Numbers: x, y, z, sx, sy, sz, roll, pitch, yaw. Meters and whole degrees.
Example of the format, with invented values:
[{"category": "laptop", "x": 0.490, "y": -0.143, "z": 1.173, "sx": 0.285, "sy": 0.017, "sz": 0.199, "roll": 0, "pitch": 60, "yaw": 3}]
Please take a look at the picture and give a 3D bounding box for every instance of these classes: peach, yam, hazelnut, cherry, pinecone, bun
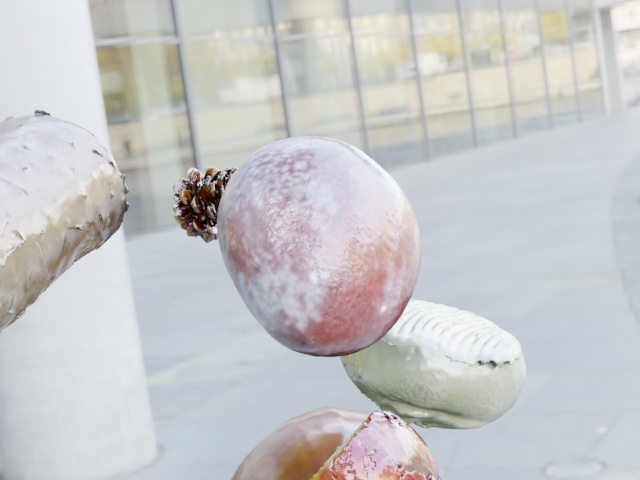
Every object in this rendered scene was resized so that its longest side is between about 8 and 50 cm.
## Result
[{"category": "peach", "x": 0.057, "y": 0.223, "z": 1.261, "sx": 0.092, "sy": 0.127, "sz": 0.172, "roll": -40, "pitch": -30, "yaw": 11}, {"category": "yam", "x": -0.240, "y": -0.003, "z": 0.898, "sx": 0.129, "sy": 0.128, "sz": 0.238, "roll": -34, "pitch": 9, "yaw": 24}, {"category": "hazelnut", "x": 0.028, "y": 0.415, "z": 1.895, "sx": 0.366, "sy": 0.365, "sz": 0.366, "roll": -8, "pitch": 6, "yaw": 1}, {"category": "cherry", "x": 0.000, "y": 0.000, "z": 1.421, "sx": 0.236, "sy": 0.213, "sz": 0.285, "roll": 20, "pitch": 28, "yaw": -12}, {"category": "pinecone", "x": -0.133, "y": -0.055, "z": 1.670, "sx": 0.109, "sy": 0.102, "sz": 0.102, "roll": -29, "pitch": -3, "yaw": 21}, {"category": "bun", "x": 0.131, "y": 0.159, "z": 1.627, "sx": 0.239, "sy": 0.141, "sz": 0.239, "roll": 13, "pitch": 11, "yaw": -2}]
